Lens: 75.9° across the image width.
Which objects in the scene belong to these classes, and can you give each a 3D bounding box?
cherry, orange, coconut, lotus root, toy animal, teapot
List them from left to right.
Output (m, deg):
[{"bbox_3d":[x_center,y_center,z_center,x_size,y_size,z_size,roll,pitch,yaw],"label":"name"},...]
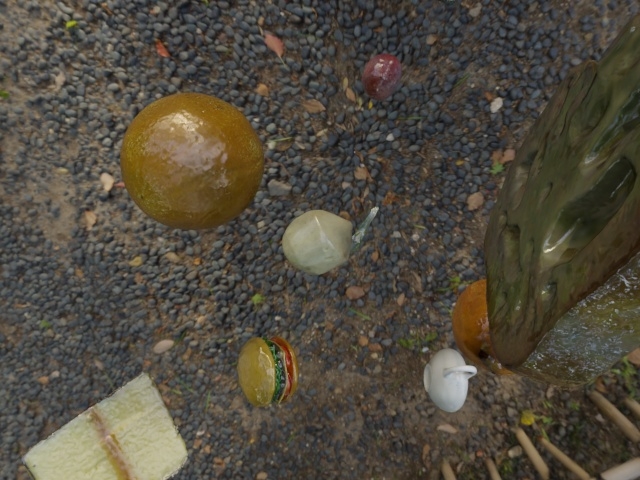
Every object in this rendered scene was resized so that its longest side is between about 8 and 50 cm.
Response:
[{"bbox_3d":[-0.240,-0.151,0.799,0.274,0.274,0.274,1,102,5],"label":"orange"},{"bbox_3d":[0.000,0.000,1.258,0.224,0.224,0.224,1,102,5],"label":"coconut"},{"bbox_3d":[0.134,-0.023,1.400,0.041,0.075,0.217,33,101,9],"label":"toy animal"},{"bbox_3d":[0.156,-0.402,1.021,0.090,0.225,0.107,18,110,8],"label":"cherry"},{"bbox_3d":[0.301,0.327,0.972,0.092,0.226,0.145,3,63,-1],"label":"teapot"},{"bbox_3d":[0.460,0.218,1.042,0.246,0.246,0.246,1,102,5],"label":"orange"},{"bbox_3d":[0.281,-0.034,0.430,0.111,0.390,0.375,19,82,4],"label":"lotus root"}]

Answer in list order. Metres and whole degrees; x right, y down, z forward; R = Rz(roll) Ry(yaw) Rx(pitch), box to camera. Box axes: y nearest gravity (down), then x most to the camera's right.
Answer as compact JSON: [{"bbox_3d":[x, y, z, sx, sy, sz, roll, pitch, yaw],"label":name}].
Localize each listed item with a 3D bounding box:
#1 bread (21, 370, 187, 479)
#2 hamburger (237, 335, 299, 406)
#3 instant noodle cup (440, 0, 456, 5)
[{"bbox_3d":[-0.372,0.394,0.752,0.178,0.240,0.135,44,144,20],"label":"bread"},{"bbox_3d":[-0.119,0.293,0.930,0.115,0.162,0.162,0,106,-35],"label":"hamburger"},{"bbox_3d":[0.238,-0.557,0.608,0.284,0.284,0.312,40,134,-4],"label":"instant noodle cup"}]
